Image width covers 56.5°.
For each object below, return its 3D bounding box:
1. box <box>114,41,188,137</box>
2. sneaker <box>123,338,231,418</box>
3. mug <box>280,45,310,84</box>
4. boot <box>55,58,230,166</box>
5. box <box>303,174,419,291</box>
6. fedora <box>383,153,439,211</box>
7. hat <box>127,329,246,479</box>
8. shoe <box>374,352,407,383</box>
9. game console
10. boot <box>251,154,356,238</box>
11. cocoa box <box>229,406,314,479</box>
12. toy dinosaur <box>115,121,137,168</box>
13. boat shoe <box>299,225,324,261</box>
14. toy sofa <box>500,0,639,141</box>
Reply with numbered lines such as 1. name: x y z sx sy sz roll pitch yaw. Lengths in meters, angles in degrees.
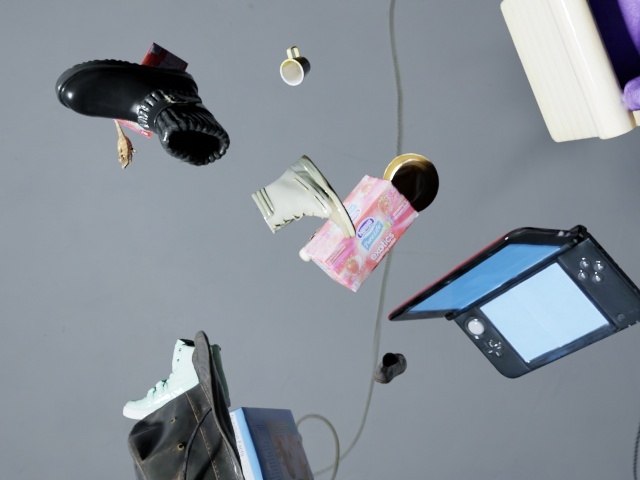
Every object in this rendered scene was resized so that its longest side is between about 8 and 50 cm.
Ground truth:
1. box: -0.528 -0.467 1.856 0.128 0.122 0.257 28 59 -22
2. sneaker: -0.299 0.284 1.224 0.255 0.094 0.151 -15 73 23
3. mug: -0.053 -0.423 1.443 0.062 0.064 0.078 29 131 11
4. boot: -0.400 -0.287 1.357 0.348 0.131 0.260 -9 52 -28
5. box: 0.116 -0.025 1.713 0.300 0.142 0.154 -49 117 -8
6. fedora: 0.267 -0.169 1.826 0.194 0.079 0.194 8 109 25
7. hat: -0.176 0.294 0.778 0.133 0.331 0.331 -14 97 -15
8. shoe: 0.237 0.407 1.958 0.076 0.219 0.058 13 103 22
9. game console: 0.149 0.056 0.457 0.124 0.085 0.144 49 132 2
10. boot: -0.034 -0.060 1.325 0.165 0.077 0.213 -36 91 2
11. cocoa box: -0.184 0.546 1.421 0.228 0.347 0.231 -25 68 8
12. toy dinosaur: -0.618 -0.311 1.873 0.064 0.112 0.212 -17 68 -18
13. boat shoe: 0.000 0.000 1.881 0.063 0.059 0.170 41 49 -2
14. toy sofa: 0.358 -0.222 0.491 0.362 0.177 0.150 -25 98 -2
